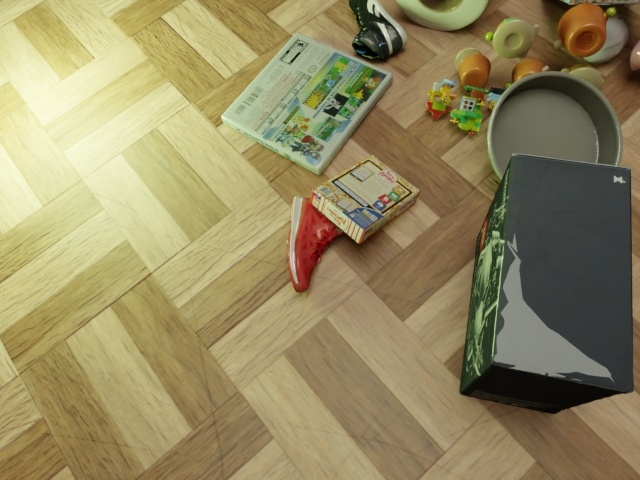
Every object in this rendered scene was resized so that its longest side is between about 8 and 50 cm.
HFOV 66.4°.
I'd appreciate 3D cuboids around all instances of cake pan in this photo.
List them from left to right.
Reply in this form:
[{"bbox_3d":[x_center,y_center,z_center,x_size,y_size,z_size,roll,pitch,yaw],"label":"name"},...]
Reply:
[{"bbox_3d":[0.486,-0.206,1.034,0.293,0.054,0.293,0,86,-5],"label":"cake pan"}]

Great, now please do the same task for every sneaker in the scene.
[{"bbox_3d":[0.000,0.000,1.028,0.128,0.087,0.221,-3,67,6],"label":"sneaker"},{"bbox_3d":[0.113,-0.555,1.267,0.121,0.079,0.217,-35,68,-11],"label":"sneaker"}]

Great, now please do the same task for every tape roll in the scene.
[{"bbox_3d":[0.318,-0.676,1.210,0.246,0.246,0.169,18,69,14],"label":"tape roll"}]

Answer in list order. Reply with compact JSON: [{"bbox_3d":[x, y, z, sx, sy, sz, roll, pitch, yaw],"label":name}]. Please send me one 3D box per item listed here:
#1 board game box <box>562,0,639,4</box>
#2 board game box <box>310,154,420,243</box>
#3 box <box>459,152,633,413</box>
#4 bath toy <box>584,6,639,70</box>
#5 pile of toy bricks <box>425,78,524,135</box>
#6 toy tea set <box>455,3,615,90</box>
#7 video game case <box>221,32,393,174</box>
[{"bbox_3d":[0.676,-0.642,1.138,0.232,0.141,0.291,4,32,8],"label":"board game box"},{"bbox_3d":[0.097,-0.094,1.043,0.193,0.045,0.147,-33,64,-33],"label":"board game box"},{"bbox_3d":[0.362,0.087,0.823,0.179,0.312,0.343,10,67,11],"label":"box"},{"bbox_3d":[0.759,-0.446,1.073,0.348,0.129,0.151,27,85,35],"label":"bath toy"},{"bbox_3d":[0.351,-0.296,1.123,0.212,0.118,0.105,13,100,2],"label":"pile of toy bricks"},{"bbox_3d":[0.488,-0.438,1.129,0.336,0.200,0.124,7,47,11],"label":"toy tea set"},{"bbox_3d":[-0.032,-0.352,1.217,0.300,0.036,0.329,31,72,18],"label":"video game case"}]
